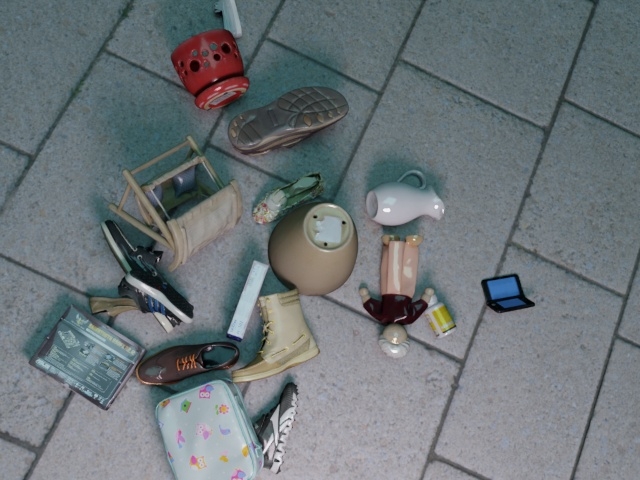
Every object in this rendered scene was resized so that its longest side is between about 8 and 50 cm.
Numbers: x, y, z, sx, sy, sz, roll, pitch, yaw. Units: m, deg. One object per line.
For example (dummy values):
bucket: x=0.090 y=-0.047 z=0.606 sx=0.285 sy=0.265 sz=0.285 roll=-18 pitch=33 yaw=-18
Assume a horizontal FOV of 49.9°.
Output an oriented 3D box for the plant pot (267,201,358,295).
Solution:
plant pot: x=0.000 y=0.000 z=1.831 sx=0.256 sy=0.274 sz=0.257 roll=2 pitch=76 yaw=-10

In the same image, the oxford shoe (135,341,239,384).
oxford shoe: x=-0.344 y=0.309 z=1.783 sx=0.271 sy=0.098 sz=0.097 roll=-13 pitch=79 yaw=-14

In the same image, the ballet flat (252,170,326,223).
ballet flat: x=-0.090 y=-0.133 z=1.951 sx=0.240 sy=0.077 sz=0.091 roll=-32 pitch=76 yaw=-15

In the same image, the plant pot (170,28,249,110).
plant pot: x=-0.304 y=-0.476 z=1.950 sx=0.191 sy=0.191 sz=0.174 roll=-25 pitch=90 yaw=-15

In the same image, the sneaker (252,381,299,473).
sneaker: x=-0.126 y=0.479 z=1.791 sx=0.106 sy=0.078 sz=0.235 roll=17 pitch=76 yaw=-7

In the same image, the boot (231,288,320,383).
boot: x=-0.140 y=0.247 z=1.801 sx=0.261 sy=0.095 sz=0.204 roll=-18 pitch=90 yaw=-31

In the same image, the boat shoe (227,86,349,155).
boat shoe: x=-0.094 y=-0.340 z=1.978 sx=0.355 sy=0.130 sz=0.133 roll=-17 pitch=76 yaw=-7

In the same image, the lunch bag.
lunch bag: x=-0.270 y=0.497 z=1.725 sx=0.223 sy=0.108 sz=0.279 roll=-22 pitch=81 yaw=1

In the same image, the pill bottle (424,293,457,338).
pill bottle: x=0.332 y=0.213 z=1.942 sx=0.065 sy=0.065 sz=0.116 roll=-26 pitch=82 yaw=-15

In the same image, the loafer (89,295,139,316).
loafer: x=-0.536 y=0.177 z=1.812 sx=0.147 sy=0.056 sz=0.050 roll=3 pitch=76 yaw=1

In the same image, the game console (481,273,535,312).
game console: x=0.543 y=0.153 z=1.992 sx=0.122 sy=0.107 sz=0.071 roll=-10 pitch=106 yaw=-11

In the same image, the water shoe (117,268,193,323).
water shoe: x=-0.413 y=0.153 z=1.733 sx=0.203 sy=0.073 sz=0.080 roll=39 pitch=109 yaw=-13

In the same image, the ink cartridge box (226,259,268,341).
ink cartridge box: x=-0.197 y=0.164 z=1.848 sx=0.046 sy=0.097 sz=0.207 roll=20 pitch=73 yaw=-4

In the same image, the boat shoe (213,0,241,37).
boat shoe: x=-0.289 y=-0.693 z=2.071 sx=0.063 sy=0.066 sz=0.184 roll=-15 pitch=89 yaw=-14

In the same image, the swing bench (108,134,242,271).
swing bench: x=-0.363 y=-0.100 z=1.806 sx=0.254 sy=0.165 sz=0.253 roll=44 pitch=46 yaw=4

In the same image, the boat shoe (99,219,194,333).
boat shoe: x=-0.452 y=0.075 z=1.813 sx=0.113 sy=0.127 sz=0.340 roll=-33 pitch=85 yaw=-17

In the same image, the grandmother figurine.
grandmother figurine: x=0.208 y=0.157 z=1.915 sx=0.207 sy=0.104 sz=0.343 roll=-3 pitch=72 yaw=21

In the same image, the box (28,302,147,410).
box: x=-0.595 y=0.299 z=1.768 sx=0.231 sy=0.056 sz=0.183 roll=31 pitch=72 yaw=-1

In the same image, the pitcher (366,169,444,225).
pitcher: x=0.234 y=-0.129 z=1.994 sx=0.207 sy=0.126 sz=0.178 roll=-5 pitch=56 yaw=-21
